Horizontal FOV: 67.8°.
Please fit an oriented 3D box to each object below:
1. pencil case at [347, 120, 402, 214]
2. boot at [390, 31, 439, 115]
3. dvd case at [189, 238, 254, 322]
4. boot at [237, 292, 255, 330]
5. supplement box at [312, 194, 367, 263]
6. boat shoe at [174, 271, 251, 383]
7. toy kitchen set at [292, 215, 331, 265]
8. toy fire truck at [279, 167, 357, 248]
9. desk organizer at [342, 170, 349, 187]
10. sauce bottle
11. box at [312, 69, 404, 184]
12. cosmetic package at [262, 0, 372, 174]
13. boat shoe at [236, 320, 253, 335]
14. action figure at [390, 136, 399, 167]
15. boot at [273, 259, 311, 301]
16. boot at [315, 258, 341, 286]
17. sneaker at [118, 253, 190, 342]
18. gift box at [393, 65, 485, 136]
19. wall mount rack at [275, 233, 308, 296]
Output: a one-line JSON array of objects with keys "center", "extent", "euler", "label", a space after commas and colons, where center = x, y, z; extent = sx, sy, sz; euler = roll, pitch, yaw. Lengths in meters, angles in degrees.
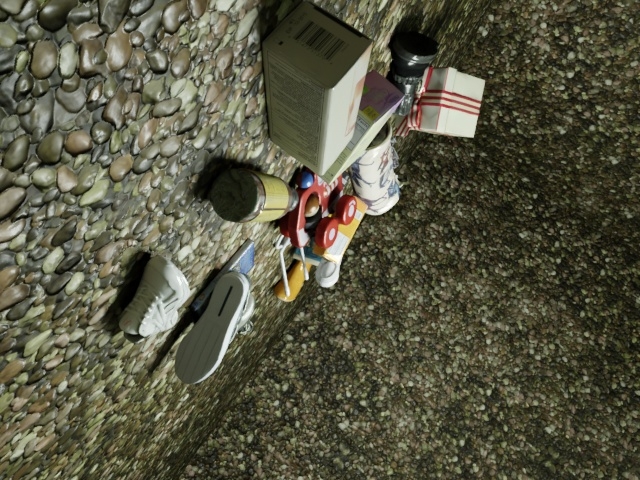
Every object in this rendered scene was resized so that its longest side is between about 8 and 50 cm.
[{"center": [0.180, -0.262, 1.630], "extent": [0.183, 0.160, 0.410], "euler": [-46, 152, -13], "label": "pencil case"}, {"center": [0.276, -0.537, 1.581], "extent": [0.260, 0.131, 0.348], "euler": [-62, 170, 32], "label": "boot"}, {"center": [-0.274, 0.125, 1.360], "extent": [0.253, 0.022, 0.180], "euler": [-52, 171, -25], "label": "dvd case"}, {"center": [-0.297, 0.247, 1.508], "extent": [0.247, 0.083, 0.161], "euler": [-54, 165, -21], "label": "boot"}, {"center": [0.068, -0.039, 1.639], "extent": [0.234, 0.080, 0.078], "euler": [-60, -151, -9], "label": "supplement box"}, {"center": [-0.273, 0.239, 1.295], "extent": [0.335, 0.121, 0.119], "euler": [-59, 167, 6], "label": "boat shoe"}, {"center": [-0.020, -0.034, 1.976], "extent": [0.166, 0.122, 0.207], "euler": [112, -5, -52], "label": "toy kitchen set"}, {"center": [-0.014, -0.135, 1.480], "extent": [0.302, 0.169, 0.254], "euler": [-50, 145, -39], "label": "toy fire truck"}, {"center": [0.077, -0.220, 1.932], "extent": [0.130, 0.047, 0.050], "euler": [-59, 173, 17], "label": "desk organizer"}, {"center": [-0.128, -0.095, 1.064], "extent": [0.111, 0.111, 0.344], "euler": [-57, 171, 9], "label": "sauce bottle"}, {"center": [0.083, -0.307, 1.296], "extent": [0.213, 0.117, 0.243], "euler": [-48, 178, -44], "label": "box"}, {"center": [-0.011, -0.275, 0.913], "extent": [0.129, 0.153, 0.296], "euler": [-52, 172, -18], "label": "cosmetic package"}, {"center": [-0.294, 0.312, 1.769], "extent": [0.078, 0.070, 0.219], "euler": [-55, 171, -5], "label": "boat shoe"}, {"center": [0.231, -0.352, 1.924], "extent": [0.285, 0.185, 0.099], "euler": [-43, -176, -34], "label": "action figure"}, {"center": [-0.107, 0.137, 2.110], "extent": [0.211, 0.104, 0.295], "euler": [-64, 174, 16], "label": "boot"}, {"center": [0.039, 0.058, 1.875], "extent": [0.258, 0.095, 0.124], "euler": [-73, 166, -51], "label": "boot"}, {"center": [-0.321, 0.125, 0.896], "extent": [0.115, 0.090, 0.232], "euler": [-42, 163, -46], "label": "sneaker"}, {"center": [0.428, -0.518, 1.829], "extent": [0.258, 0.276, 0.255], "euler": [0, 99, -37], "label": "gift box"}, {"center": [-0.065, 0.026, 1.778], "extent": [0.304, 0.130, 0.350], "euler": [-60, 170, 21], "label": "wall mount rack"}]
